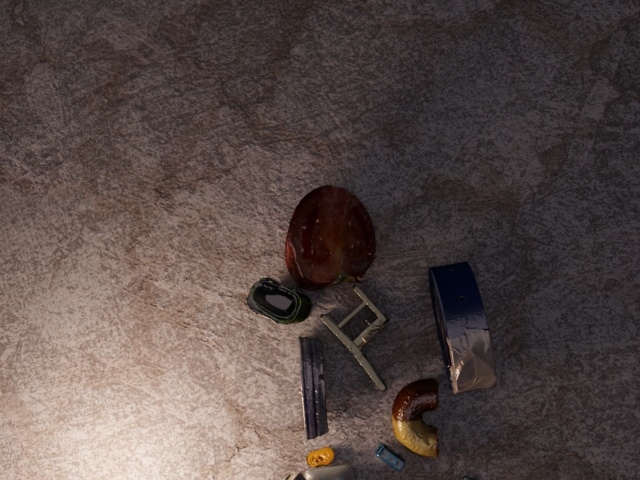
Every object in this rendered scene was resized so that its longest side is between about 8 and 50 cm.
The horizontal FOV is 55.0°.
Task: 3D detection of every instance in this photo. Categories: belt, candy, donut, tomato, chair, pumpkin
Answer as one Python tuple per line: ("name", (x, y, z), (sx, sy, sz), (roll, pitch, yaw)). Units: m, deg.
("belt", (0.382, 0.232, 1.666), (0.117, 0.212, 0.347), (-9, 77, 1))
("candy", (0.034, 0.712, 1.690), (0.138, 0.071, 0.174), (-9, 83, 5))
("donut", (0.270, 0.498, 1.699), (0.141, 0.085, 0.217), (-4, 84, 3))
("tomato", (-0.002, 0.005, 1.747), (0.309, 0.170, 0.309), (11, 69, -29))
("chair", (0.139, 0.267, 1.714), (0.147, 0.136, 0.270), (-42, 80, -1))
("pumpkin", (0.002, 0.612, 1.726), (0.083, 0.028, 0.050), (-11, 50, 9))

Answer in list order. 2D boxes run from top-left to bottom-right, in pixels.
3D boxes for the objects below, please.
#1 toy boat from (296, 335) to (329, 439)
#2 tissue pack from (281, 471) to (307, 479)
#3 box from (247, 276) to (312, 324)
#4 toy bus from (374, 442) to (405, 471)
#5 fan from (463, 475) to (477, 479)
("toy boat", (-0.025, 0.408, 1.711), (0.078, 0.127, 0.283), (-5, 80, -3))
("tissue pack", (-0.044, 0.811, 1.618), (0.343, 0.125, 0.242), (49, 118, 8))
("box", (-0.100, 0.164, 1.638), (0.134, 0.345, 0.097), (20, 85, 7))
("toy bus", (0.193, 0.604, 1.709), (0.083, 0.046, 0.038), (36, 86, 7))
("fan", (0.488, 0.686, 1.693), (0.193, 0.016, 0.038), (15, 85, 5))
